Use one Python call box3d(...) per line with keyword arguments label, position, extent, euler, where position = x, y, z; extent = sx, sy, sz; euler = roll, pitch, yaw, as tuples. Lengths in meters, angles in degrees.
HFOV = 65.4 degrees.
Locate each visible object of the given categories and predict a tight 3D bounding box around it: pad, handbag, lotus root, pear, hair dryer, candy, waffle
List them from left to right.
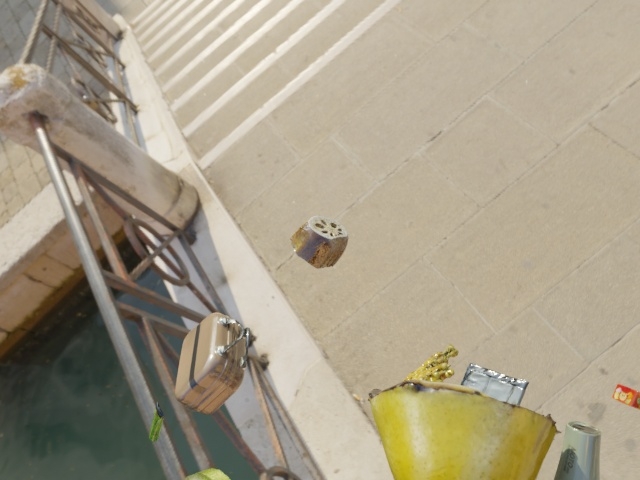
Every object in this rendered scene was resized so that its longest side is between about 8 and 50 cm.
box3d(label="handbag", position=(-0.328, 0.367, 1.601), extent=(0.283, 0.149, 0.302), euler=(-40, 27, 18))
box3d(label="lotus root", position=(-0.002, -0.002, 1.153), extent=(0.112, 0.122, 0.081), euler=(46, 125, 27))
box3d(label="waffle", position=(0.359, 0.471, 1.730), extent=(0.260, 0.293, 0.069), euler=(-41, 80, 15))
box3d(label="pear", position=(0.183, 0.305, 0.659), extent=(0.267, 0.267, 0.178), euler=(-3, 52, 22))
box3d(label="pad", position=(0.573, 0.523, 1.694), extent=(0.233, 0.022, 0.174), euler=(5, 61, 52))
box3d(label="hair dryer", position=(0.327, 0.343, 0.755), extent=(0.267, 0.092, 0.229), euler=(-132, 51, -60))
box3d(label="candy", position=(0.710, 0.357, 1.083), extent=(0.122, 0.062, 0.038), euler=(24, 87, -6))

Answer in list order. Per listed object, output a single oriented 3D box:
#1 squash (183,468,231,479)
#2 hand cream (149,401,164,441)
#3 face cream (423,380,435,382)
box3d(label="squash", position=(-0.169, 0.483, 0.797), extent=(0.219, 0.041, 0.219), euler=(-5, 83, 50))
box3d(label="hand cream", position=(-0.362, 0.406, 1.106), extent=(0.036, 0.023, 0.122), euler=(50, 135, 32))
box3d(label="face cream", position=(0.282, 0.489, 1.339), extent=(0.177, 0.153, 0.177), euler=(10, 40, -8))
